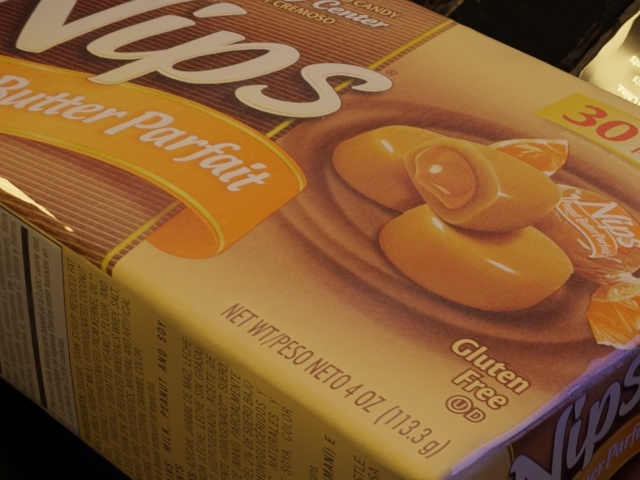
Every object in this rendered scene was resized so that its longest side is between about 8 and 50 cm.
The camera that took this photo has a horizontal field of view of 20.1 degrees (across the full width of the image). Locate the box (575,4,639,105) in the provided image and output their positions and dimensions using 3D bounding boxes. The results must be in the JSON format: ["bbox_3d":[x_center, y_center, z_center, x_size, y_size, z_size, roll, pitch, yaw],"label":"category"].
[{"bbox_3d":[0.114,0.073,0.702,0.165,0.270,0.143,33,12,-46],"label":"box"}]

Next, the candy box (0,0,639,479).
[{"bbox_3d":[-0.014,-0.007,0.593,0.183,0.088,0.316,-28,42,-35],"label":"candy box"}]
